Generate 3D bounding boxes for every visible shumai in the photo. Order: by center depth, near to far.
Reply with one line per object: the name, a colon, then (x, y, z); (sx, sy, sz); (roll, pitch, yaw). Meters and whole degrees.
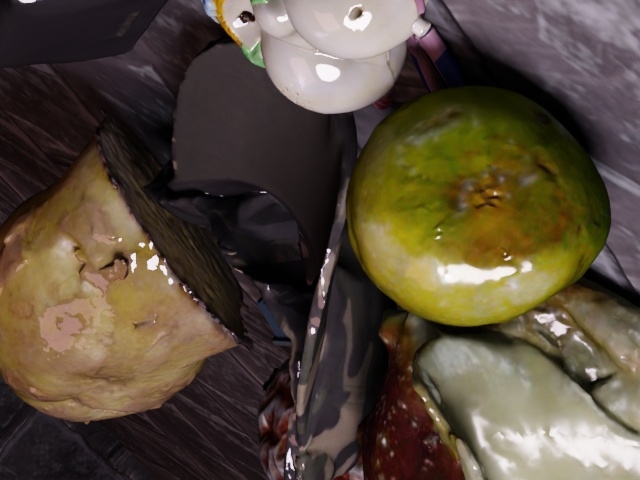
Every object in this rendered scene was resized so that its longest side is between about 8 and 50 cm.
shumai: (0.138, 0.185, 1.292); (0.292, 0.288, 0.330); (36, 161, 5)

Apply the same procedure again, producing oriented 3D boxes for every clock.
clock: (0.001, -0.154, 1.027); (0.144, 0.103, 0.231); (36, 164, 4)

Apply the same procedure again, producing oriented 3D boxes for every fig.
fig: (0.097, -0.032, 1.090); (0.167, 0.167, 0.233); (45, -170, -19)

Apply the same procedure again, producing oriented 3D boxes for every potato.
potato: (-0.231, 0.055, 1.620); (0.288, 0.237, 0.301); (54, -173, -22)

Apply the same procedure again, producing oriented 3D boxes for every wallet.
wallet: (-0.193, -0.183, 1.308); (0.250, 0.149, 0.044); (157, 103, -69)

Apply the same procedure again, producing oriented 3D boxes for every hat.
hat: (0.000, 0.000, 1.389); (0.381, 0.257, 0.366); (-52, 56, 42)

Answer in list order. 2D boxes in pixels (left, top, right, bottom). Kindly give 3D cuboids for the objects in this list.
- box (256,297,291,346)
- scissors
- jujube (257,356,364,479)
box: (-0.019, 0.068, 1.692); (0.054, 0.074, 0.099); (57, 159, -12)
scissors: (0.074, -0.124, 1.102); (0.039, 0.012, 0.113); (21, 156, 42)
jujube: (0.068, 0.204, 1.623); (0.317, 0.226, 0.226); (14, 151, 54)
